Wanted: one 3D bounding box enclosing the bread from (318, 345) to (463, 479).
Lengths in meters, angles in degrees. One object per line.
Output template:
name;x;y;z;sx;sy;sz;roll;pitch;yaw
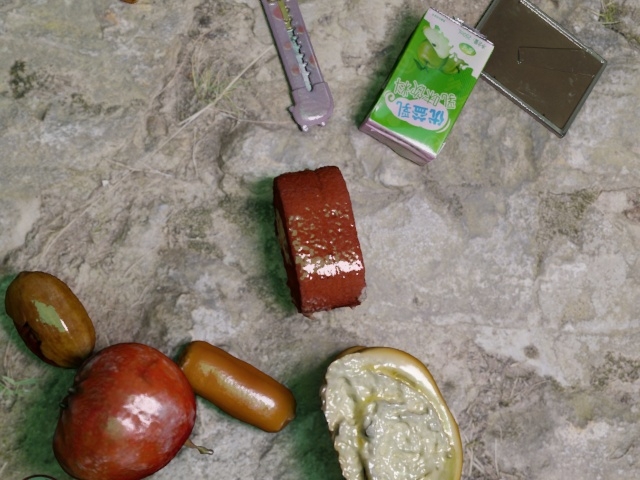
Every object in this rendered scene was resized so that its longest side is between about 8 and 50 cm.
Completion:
bread;0.128;0.331;1.260;0.211;0.270;0.315;-16;80;2

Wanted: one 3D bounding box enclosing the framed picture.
framed picture;0.455;-0.385;1.531;0.289;0.016;0.213;35;78;-6

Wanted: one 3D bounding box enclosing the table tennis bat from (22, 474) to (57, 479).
table tennis bat;-0.502;0.483;1.238;0.098;0.019;0.154;25;77;-9

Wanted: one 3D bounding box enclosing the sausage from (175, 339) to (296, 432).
sausage;-0.151;0.268;1.298;0.238;0.098;0.098;32;79;-6

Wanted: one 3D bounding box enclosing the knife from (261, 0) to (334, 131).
knife;-0.057;-0.412;1.416;0.132;0.038;0.398;-18;88;-10

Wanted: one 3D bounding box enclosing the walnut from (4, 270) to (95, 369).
walnut;-0.463;0.143;1.241;0.116;0.116;0.207;-37;99;-13

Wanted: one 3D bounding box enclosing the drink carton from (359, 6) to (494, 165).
drink carton;0.212;-0.301;1.418;0.161;0.108;0.271;29;84;-5

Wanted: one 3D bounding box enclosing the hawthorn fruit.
hawthorn fruit;-0.299;0.303;1.201;0.272;0.242;0.242;23;80;-20

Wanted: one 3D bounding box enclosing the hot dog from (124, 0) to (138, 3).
hot dog;-0.375;-0.490;1.359;0.058;0.035;0.083;-43;94;-16

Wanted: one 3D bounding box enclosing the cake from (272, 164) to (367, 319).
cake;0.000;0.000;1.313;0.151;0.177;0.283;-8;84;-13
